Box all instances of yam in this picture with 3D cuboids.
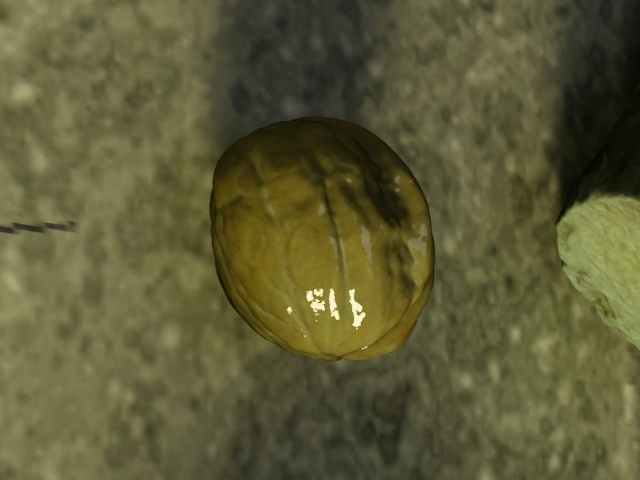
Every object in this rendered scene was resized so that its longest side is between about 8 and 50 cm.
[{"bbox_3d":[0.207,-0.062,0.867,0.133,0.133,0.330,55,45,-23],"label":"yam"}]

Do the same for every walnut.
[{"bbox_3d":[0.000,0.000,0.670,0.092,0.092,0.092,11,74,-44],"label":"walnut"}]
